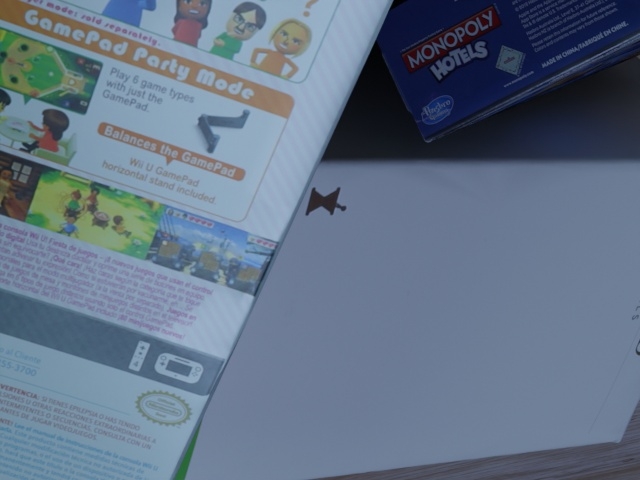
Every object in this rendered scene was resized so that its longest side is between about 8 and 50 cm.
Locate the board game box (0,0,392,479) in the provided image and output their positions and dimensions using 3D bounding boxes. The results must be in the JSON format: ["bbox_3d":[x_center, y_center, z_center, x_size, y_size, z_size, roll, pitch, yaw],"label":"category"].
[{"bbox_3d":[-0.120,-0.045,0.491,0.224,0.097,0.303,19,123,-12],"label":"board game box"}]

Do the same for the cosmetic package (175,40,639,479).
[{"bbox_3d":[0.000,0.000,0.747,0.365,0.155,0.197,-3,126,-27],"label":"cosmetic package"}]

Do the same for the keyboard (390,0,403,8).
[{"bbox_3d":[0.091,-0.145,0.573,0.317,0.033,0.201,-27,178,35],"label":"keyboard"}]

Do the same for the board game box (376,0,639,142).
[{"bbox_3d":[0.150,-0.121,0.656,0.194,0.060,0.194,-26,180,31],"label":"board game box"}]
